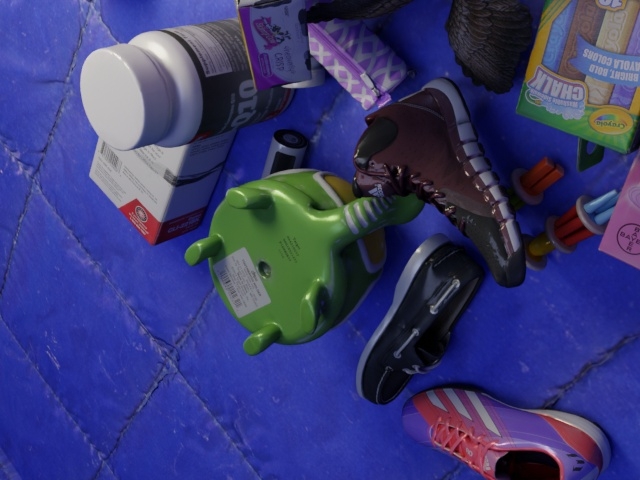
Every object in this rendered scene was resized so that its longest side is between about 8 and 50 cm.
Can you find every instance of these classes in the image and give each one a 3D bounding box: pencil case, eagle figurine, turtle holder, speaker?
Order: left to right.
[{"bbox_3d":[-0.063,-0.102,1.270,0.055,0.055,0.136,38,129,24],"label":"speaker"},{"bbox_3d":[-0.015,-0.007,1.147,0.243,0.227,0.320,41,130,23],"label":"turtle holder"},{"bbox_3d":[0.022,-0.256,1.059,0.206,0.088,0.086,41,128,-8],"label":"pencil case"},{"bbox_3d":[0.137,-0.280,0.873,0.226,0.225,0.298,52,140,19],"label":"eagle figurine"}]

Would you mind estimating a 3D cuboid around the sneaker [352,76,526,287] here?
[{"bbox_3d":[0.127,-0.051,0.973,0.106,0.162,0.281,68,-177,-64],"label":"sneaker"}]

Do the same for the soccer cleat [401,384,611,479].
[{"bbox_3d":[0.229,0.278,1.130,0.318,0.116,0.108,4,111,41],"label":"soccer cleat"}]

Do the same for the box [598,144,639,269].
[{"bbox_3d":[0.430,-0.060,0.800,0.213,0.117,0.243,31,126,29],"label":"box"}]

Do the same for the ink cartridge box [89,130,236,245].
[{"bbox_3d":[-0.270,-0.161,1.387,0.197,0.114,0.273,45,133,19],"label":"ink cartridge box"}]

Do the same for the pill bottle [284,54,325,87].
[{"bbox_3d":[-0.030,-0.286,1.142,0.078,0.078,0.137,13,117,38],"label":"pill bottle"}]

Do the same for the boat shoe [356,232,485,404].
[{"bbox_3d":[0.137,0.135,1.153,0.091,0.114,0.302,40,131,30],"label":"boat shoe"}]

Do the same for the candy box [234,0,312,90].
[{"bbox_3d":[-0.068,-0.307,0.898,0.159,0.071,0.233,83,175,-69],"label":"candy box"}]

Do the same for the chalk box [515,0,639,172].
[{"bbox_3d":[0.302,-0.178,0.853,0.132,0.132,0.213,29,124,29],"label":"chalk box"}]

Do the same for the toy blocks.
[{"bbox_3d":[0.284,-0.046,0.981,0.148,0.054,0.123,-40,81,44],"label":"toy blocks"}]

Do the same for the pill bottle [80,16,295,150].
[{"bbox_3d":[-0.182,-0.223,1.161,0.161,0.283,0.161,19,120,36],"label":"pill bottle"}]
